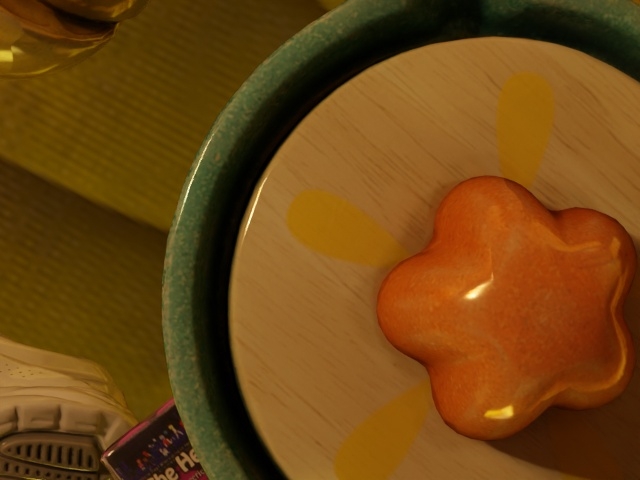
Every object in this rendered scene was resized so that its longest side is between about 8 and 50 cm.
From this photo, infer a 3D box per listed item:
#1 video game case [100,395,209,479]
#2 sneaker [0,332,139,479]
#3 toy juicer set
[{"bbox_3d":[0.068,0.093,0.710,0.232,0.210,0.042,-39,-178,-8],"label":"video game case"},{"bbox_3d":[-0.192,0.078,0.790,0.115,0.232,0.090,-116,-142,-68],"label":"sneaker"},{"bbox_3d":[0.000,0.000,0.367,0.089,0.209,0.329,-179,-69,-81],"label":"toy juicer set"}]
